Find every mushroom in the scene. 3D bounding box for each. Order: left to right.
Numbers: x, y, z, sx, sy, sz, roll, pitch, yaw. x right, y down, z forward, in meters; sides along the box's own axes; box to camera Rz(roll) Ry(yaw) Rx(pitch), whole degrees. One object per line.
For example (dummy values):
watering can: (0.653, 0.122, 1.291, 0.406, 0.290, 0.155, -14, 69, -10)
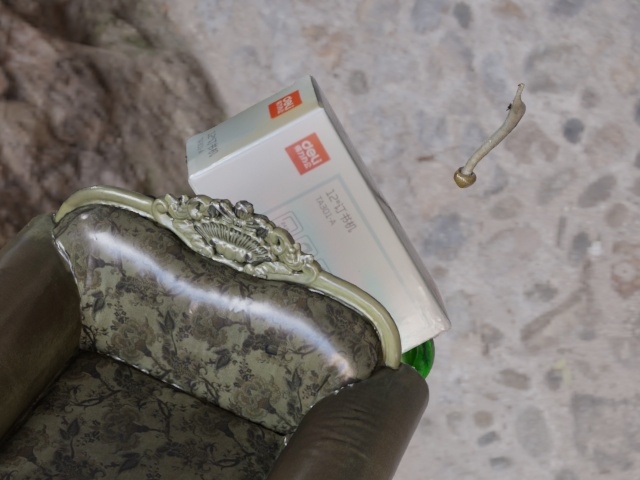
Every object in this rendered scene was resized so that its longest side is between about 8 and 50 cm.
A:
mushroom: (0.283, -0.173, 1.973, 0.043, 0.068, 0.306, 29, 148, 0)

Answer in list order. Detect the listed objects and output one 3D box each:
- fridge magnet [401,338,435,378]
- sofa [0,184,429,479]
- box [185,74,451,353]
fridge magnet: (0.052, 0.126, 1.645, 0.208, 0.088, 0.208, 19, 135, 20)
sofa: (-0.092, 0.101, 0.662, 0.258, 0.200, 0.182, 24, 132, 9)
box: (0.000, 0.000, 1.104, 0.135, 0.269, 0.079, -28, 29, 9)
